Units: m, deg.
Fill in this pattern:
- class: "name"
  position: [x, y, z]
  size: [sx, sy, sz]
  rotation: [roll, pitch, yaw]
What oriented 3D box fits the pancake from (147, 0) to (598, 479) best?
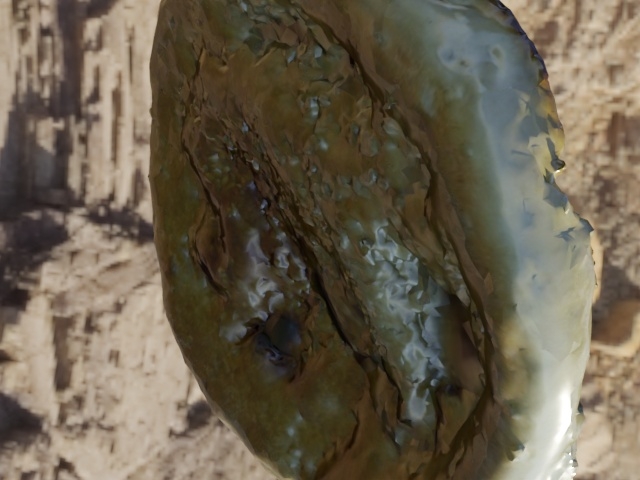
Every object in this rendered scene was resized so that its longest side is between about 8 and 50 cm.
- class: "pancake"
  position: [0.002, -0.001, 0.584]
  size: [0.065, 0.356, 0.356]
  rotation: [-20, 115, -32]
